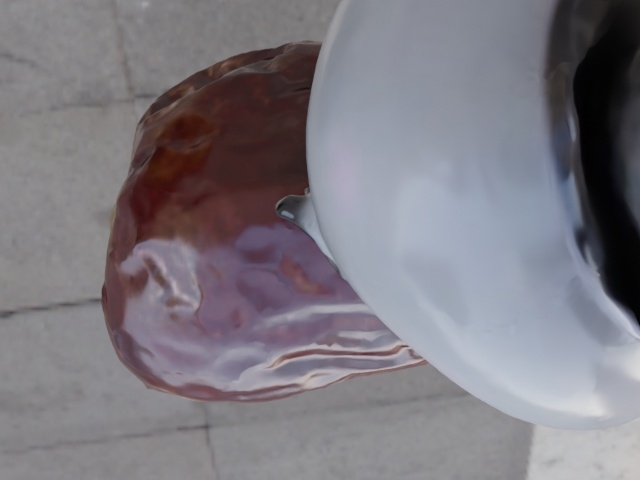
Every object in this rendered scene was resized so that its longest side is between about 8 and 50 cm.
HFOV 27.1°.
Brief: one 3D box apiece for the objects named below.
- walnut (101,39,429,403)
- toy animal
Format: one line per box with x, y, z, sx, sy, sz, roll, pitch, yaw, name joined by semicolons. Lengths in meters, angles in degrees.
0.000;0.000;0.843;0.269;0.222;0.244;1;154;1;walnut
0.104;-0.035;0.404;0.235;0.187;0.165;3;152;47;toy animal
